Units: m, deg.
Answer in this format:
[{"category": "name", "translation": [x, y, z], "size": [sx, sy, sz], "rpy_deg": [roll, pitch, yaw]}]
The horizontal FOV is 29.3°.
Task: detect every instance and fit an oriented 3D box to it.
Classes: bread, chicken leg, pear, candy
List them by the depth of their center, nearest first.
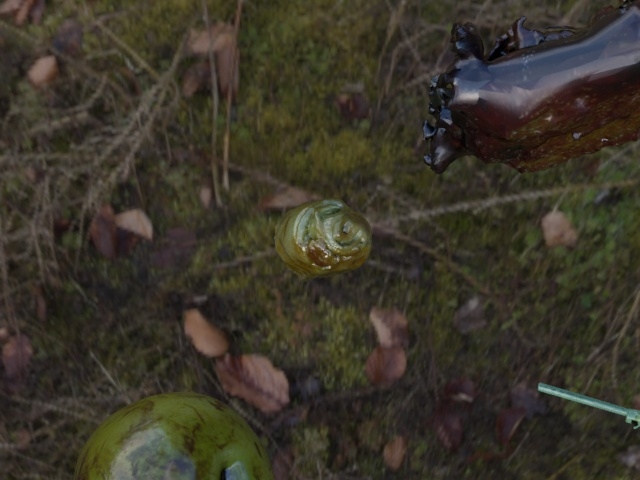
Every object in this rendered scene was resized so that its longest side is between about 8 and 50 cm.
[{"category": "chicken leg", "translation": [0.140, -0.086, 0.572], "size": [0.234, 0.105, 0.063], "rpy_deg": [-19, 65, 28]}, {"category": "bread", "translation": [0.000, 0.000, 0.892], "size": [0.066, 0.110, 0.060], "rpy_deg": [20, 83, -8]}, {"category": "candy", "translation": [0.306, 0.168, 1.192], "size": [0.194, 0.062, 0.058], "rpy_deg": [15, 91, 23]}, {"category": "pear", "translation": [-0.201, 0.334, 1.629], "size": [0.284, 0.283, 0.283], "rpy_deg": [1, 65, -1]}]
